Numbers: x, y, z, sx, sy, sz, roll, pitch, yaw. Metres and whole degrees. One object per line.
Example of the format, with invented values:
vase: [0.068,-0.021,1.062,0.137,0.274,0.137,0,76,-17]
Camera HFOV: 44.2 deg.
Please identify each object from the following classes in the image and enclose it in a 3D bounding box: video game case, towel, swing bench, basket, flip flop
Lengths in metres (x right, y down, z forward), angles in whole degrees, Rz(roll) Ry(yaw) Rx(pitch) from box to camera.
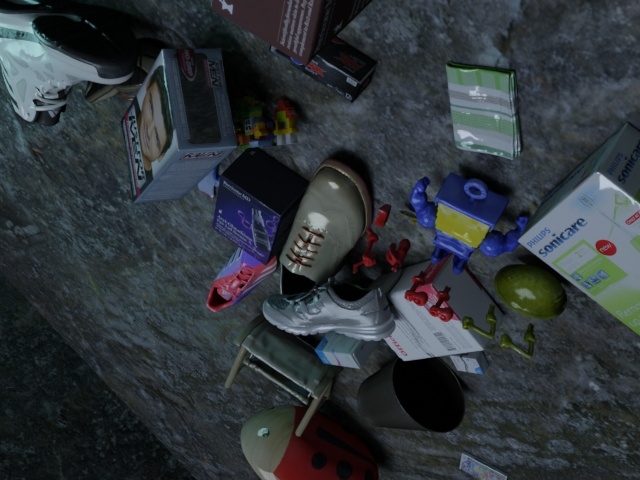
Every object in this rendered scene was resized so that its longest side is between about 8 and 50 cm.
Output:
video game case: [0.410,0.581,1.984,0.122,0.011,0.087,24,145,23]
towel: [0.245,-0.194,1.193,0.113,0.023,0.152,15,140,32]
swing bench: [-0.092,0.337,2.060,0.253,0.165,0.255,33,142,11]
basket: [0.189,0.356,1.810,0.204,0.154,0.227,45,151,-7]
flip flop: [-0.391,-0.327,1.612,0.080,0.112,0.277,30,155,-37]

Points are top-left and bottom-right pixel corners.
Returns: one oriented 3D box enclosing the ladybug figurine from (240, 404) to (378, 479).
ladybug figurine: [-0.006,0.602,2.200,0.449,0.305,0.162,30,119,-17]

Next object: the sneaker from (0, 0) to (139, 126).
sneaker: [-0.512,-0.341,1.609,0.447,0.169,0.257,29,135,33]

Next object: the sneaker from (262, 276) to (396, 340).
sneaker: [0.014,0.120,1.568,0.281,0.105,0.115,2,112,23]

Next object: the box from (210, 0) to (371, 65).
box: [-0.018,-0.384,1.058,0.167,0.203,0.168,33,148,9]

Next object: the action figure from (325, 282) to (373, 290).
action figure: [0.048,0.153,1.766,0.137,0.063,0.232,10,157,-12]

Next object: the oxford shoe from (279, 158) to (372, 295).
oxford shoe: [0.000,0.000,1.560,0.140,0.146,0.397,31,147,13]

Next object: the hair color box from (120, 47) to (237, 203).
hair color box: [-0.282,-0.207,1.508,0.374,0.113,0.185,-25,74,62]

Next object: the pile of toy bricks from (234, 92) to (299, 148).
pile of toy bricks: [-0.138,-0.227,1.485,0.212,0.118,0.105,4,101,55]

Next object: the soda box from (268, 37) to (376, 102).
soda box: [0.003,-0.297,1.276,0.169,0.060,0.053,34,149,8]

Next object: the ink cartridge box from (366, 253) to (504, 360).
ink cartridge box: [0.212,0.138,1.559,0.172,0.100,0.237,50,146,-13]

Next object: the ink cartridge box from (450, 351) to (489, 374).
ink cartridge box: [0.308,0.253,1.669,0.083,0.028,0.048,1,131,45]

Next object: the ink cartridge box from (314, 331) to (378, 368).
ink cartridge box: [0.062,0.250,1.857,0.122,0.088,0.052,-1,130,46]

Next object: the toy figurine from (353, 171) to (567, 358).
toy figurine: [0.248,0.002,1.288,0.362,0.191,0.217,28,141,15]

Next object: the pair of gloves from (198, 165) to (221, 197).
pair of gloves: [-0.291,-0.171,1.763,0.198,0.023,0.159,33,147,12]

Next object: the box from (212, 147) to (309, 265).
box: [-0.128,-0.071,1.641,0.153,0.108,0.207,34,148,10]

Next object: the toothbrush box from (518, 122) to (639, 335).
toothbrush box: [0.466,0.006,1.123,0.283,0.122,0.206,40,148,3]

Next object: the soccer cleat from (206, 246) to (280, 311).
soccer cleat: [-0.190,0.083,1.883,0.108,0.116,0.318,41,148,-3]
